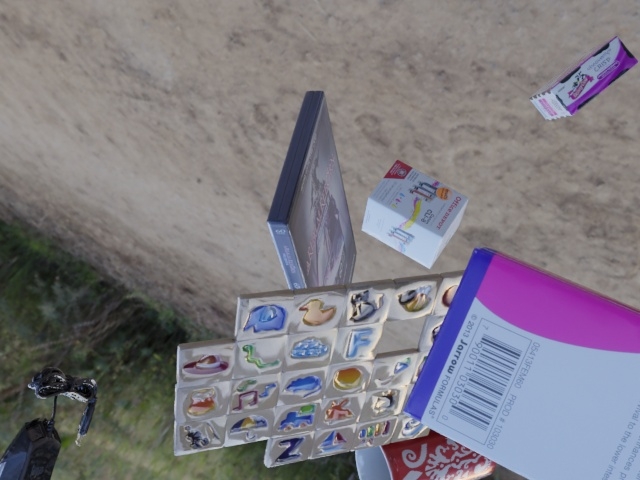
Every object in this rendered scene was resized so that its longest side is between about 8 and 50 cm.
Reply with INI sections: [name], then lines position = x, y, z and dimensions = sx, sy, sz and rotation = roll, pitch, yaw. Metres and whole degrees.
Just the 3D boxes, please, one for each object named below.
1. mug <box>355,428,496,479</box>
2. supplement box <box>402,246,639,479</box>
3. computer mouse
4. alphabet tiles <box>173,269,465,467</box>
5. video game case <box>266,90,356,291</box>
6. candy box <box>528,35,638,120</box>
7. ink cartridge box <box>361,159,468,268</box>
[mug]
position = 0.152, 0.289, 0.970
dimensions = 0.150, 0.169, 0.113
rotation = 106, 148, -45
[supplement box]
position = 0.180, 0.097, 0.424
dimensions = 0.220, 0.111, 0.114
rotation = 25, -174, 19
[computer mouse]
position = -0.407, 0.310, 1.026
dimensions = 0.060, 0.261, 0.184
rotation = 10, 171, 11
[alphabet tiles]
position = 0.003, 0.111, 0.565
dimensions = 0.009, 0.237, 0.198
rotation = -118, 31, -47
[video game case]
position = 0.000, 0.000, 0.803
dimensions = 0.026, 0.196, 0.274
rotation = 2, 139, 13
[candy box]
position = 0.530, -0.326, 1.453
dimensions = 0.071, 0.159, 0.233
rotation = 50, -171, -1
[ink cartridge box]
position = 0.198, -0.055, 1.493
dimensions = 0.176, 0.128, 0.127
rotation = 30, 150, 13
